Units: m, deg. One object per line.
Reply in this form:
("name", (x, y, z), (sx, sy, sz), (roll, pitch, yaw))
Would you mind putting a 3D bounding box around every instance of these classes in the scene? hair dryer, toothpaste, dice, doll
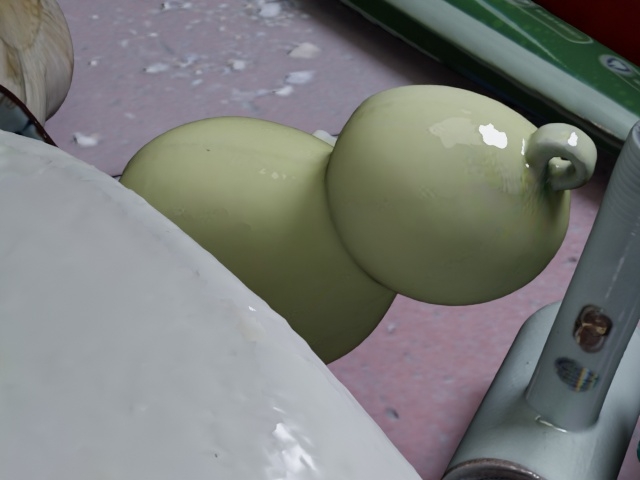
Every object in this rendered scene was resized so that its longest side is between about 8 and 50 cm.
("hair dryer", (0.118, 0.028, 0.795), (0.073, 0.236, 0.131), (21, 44, 11))
("toothpaste", (0.107, -0.121, 1.110), (0.099, 0.061, 0.392), (-8, 36, -46))
("dice", (-0.106, 0.158, 0.560), (0.277, 0.304, 0.304), (-38, 47, -21))
("doll", (0.005, -0.008, 0.839), (0.296, 0.141, 0.117), (-19, 31, 37))

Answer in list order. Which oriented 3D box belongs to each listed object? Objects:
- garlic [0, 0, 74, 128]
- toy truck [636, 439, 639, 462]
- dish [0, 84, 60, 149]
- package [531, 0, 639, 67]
("garlic", (-0.264, -0.109, 1.030), (0.212, 0.218, 0.218), (-20, 35, 23))
("toy truck", (0.311, 0.076, 0.780), (0.364, 0.176, 0.178), (-1, 70, -5))
("dish", (-0.202, 0.011, 0.913), (0.191, 0.190, 0.066), (-35, 7, -34))
("package", (0.293, -0.150, 1.087), (0.424, 0.123, 0.196), (31, 47, 32))
